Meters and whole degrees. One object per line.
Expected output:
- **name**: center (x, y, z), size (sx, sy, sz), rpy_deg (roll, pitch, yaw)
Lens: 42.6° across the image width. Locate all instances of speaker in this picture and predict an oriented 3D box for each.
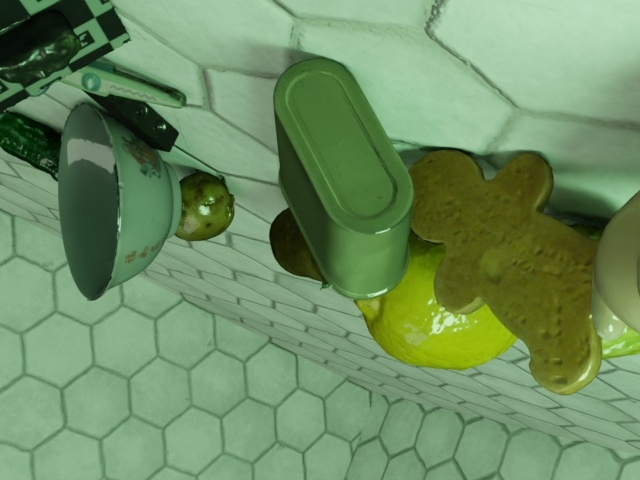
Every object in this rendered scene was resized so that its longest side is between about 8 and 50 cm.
- **speaker**: center (-0.301, -0.205, 1.300), size (0.046, 0.040, 0.191), rpy_deg (14, 163, 33)

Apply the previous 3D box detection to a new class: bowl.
- **bowl**: center (-0.346, -0.069, 1.459), size (0.157, 0.346, 0.345), rpy_deg (-3, -179, -33)

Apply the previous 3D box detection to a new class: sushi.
- **sushi**: center (-0.391, -0.191, 0.898), size (0.064, 0.359, 0.343), rpy_deg (57, 174, 13)

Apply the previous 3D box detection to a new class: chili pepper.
- **chili pepper**: center (-0.525, -0.163, 1.667), size (0.270, 0.099, 0.136), rpy_deg (26, 157, 2)

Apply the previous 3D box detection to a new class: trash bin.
- **trash bin**: center (0.027, -0.065, 1.001), size (0.247, 0.121, 0.243), rpy_deg (84, 160, -72)

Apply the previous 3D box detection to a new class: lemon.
- **lemon**: center (0.181, 0.074, 1.191), size (0.288, 0.234, 0.233), rpy_deg (1, 174, -22)

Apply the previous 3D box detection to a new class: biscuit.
- **biscuit**: center (0.223, 0.006, 0.969), size (0.047, 0.216, 0.339), rpy_deg (12, -159, -47)

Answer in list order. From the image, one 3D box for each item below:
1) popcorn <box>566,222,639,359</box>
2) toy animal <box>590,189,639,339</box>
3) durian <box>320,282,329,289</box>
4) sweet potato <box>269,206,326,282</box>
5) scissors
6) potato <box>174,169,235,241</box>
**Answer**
- **popcorn**: center (0.345, 0.064, 1.026), size (0.204, 0.184, 0.221), rpy_deg (-14, -177, -19)
- **toy animal**: center (0.350, -0.007, 0.709), size (0.195, 0.213, 0.256), rpy_deg (31, 170, 6)
- **durian**: center (0.084, 0.035, 1.492), size (0.220, 0.137, 0.095), rpy_deg (2, -170, 41)
- **sweet potato**: center (0.000, 0.000, 1.383), size (0.157, 0.158, 0.369), rpy_deg (32, 168, -32)
- **scissors**: center (-0.333, -0.239, 1.174), size (0.289, 0.041, 0.138), rpy_deg (15, 127, -9)
- **potato**: center (-0.234, -0.059, 1.560), size (0.137, 0.137, 0.176), rpy_deg (25, 168, -10)
